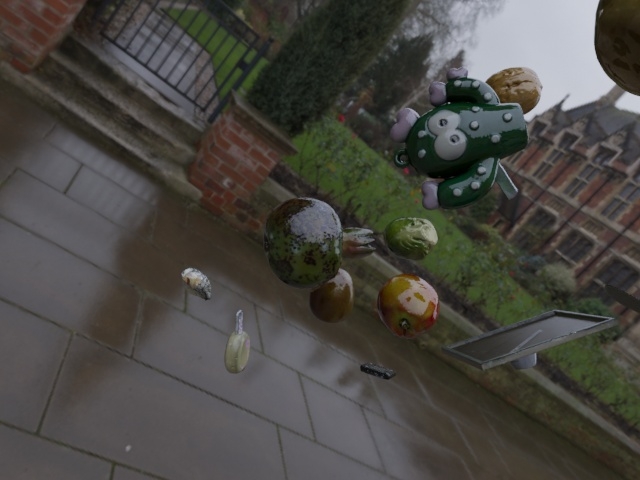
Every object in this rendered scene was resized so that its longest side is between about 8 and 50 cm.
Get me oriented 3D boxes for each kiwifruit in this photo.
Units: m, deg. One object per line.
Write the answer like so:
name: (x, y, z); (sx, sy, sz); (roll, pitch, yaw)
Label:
kiwifruit: (0.047, 0.217, 2.084); (0.195, 0.234, 0.196); (2, 21, -1)

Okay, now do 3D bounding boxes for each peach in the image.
peach: (0.258, 0.187, 1.516); (0.197, 0.197, 0.197); (39, 12, -10)

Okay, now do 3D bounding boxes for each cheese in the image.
cheese: (-0.295, 0.360, 1.839); (0.064, 0.228, 0.137); (9, 15, 9)

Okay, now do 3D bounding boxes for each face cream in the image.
face cream: (0.570, 0.313, 1.468); (0.091, 0.091, 0.095); (-7, 79, -74)

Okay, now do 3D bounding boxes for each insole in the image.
insole: (0.571, 0.138, 0.836); (0.232, 0.003, 0.080); (39, -6, 40)

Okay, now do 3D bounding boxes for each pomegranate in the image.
pomegranate: (0.723, -0.437, 1.062); (0.319, 0.319, 0.319); (39, 12, -10)
pomegranate: (0.000, 0.000, 1.558); (0.340, 0.285, 0.285); (-2, 27, -15)

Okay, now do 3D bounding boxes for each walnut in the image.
walnut: (0.727, -0.557, 1.955); (0.195, 0.221, 0.196); (39, 45, -54)

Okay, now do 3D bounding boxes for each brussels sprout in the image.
brussels sprout: (0.291, -0.005, 1.689); (0.143, 0.180, 0.162); (-37, 86, -35)

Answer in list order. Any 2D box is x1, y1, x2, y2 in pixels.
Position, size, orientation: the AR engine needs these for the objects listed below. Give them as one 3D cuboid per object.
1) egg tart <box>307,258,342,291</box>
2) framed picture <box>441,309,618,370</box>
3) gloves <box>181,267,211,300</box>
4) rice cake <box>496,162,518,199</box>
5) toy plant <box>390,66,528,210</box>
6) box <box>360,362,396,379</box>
egg tart: (0.009, 0.066, 1.794); (0.105, 0.241, 0.241); (13, 22, -20)
framed picture: (0.362, 0.172, 0.916); (0.184, 0.249, 0.016); (153, -80, -82)
gloves: (-0.431, 0.159, 1.826); (0.114, 0.070, 0.153); (27, -29, 17)
rice cake: (0.556, -0.210, 1.604); (0.211, 0.043, 0.034); (46, 27, -27)
toy plant: (0.251, -0.186, 0.955); (0.233, 0.243, 0.112); (55, 11, 18)
box: (0.232, 0.518, 2.047); (0.126, 0.027, 0.125); (13, -1, 23)
